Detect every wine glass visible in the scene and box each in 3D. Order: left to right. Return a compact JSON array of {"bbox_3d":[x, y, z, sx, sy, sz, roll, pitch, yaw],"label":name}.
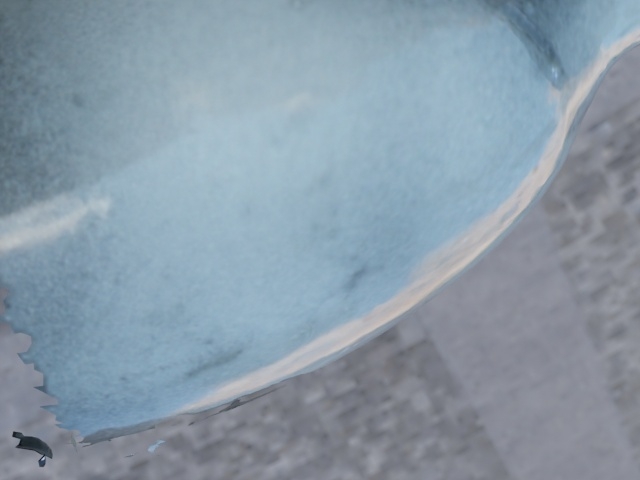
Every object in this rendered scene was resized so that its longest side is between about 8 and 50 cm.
[{"bbox_3d":[0.026,-0.064,0.645,0.357,0.190,0.190,-24,152,-3],"label":"wine glass"}]
